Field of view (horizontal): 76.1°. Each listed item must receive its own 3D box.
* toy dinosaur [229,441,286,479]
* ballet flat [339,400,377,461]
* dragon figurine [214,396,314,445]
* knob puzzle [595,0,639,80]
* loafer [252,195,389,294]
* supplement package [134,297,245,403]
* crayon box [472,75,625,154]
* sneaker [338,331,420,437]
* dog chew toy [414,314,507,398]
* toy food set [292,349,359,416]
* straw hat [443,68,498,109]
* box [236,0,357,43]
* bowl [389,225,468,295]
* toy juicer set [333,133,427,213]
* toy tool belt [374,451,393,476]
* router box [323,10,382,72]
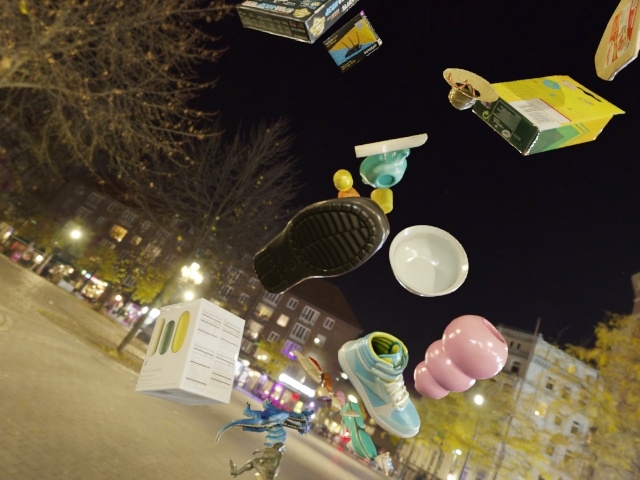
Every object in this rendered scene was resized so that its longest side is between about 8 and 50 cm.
[{"bbox_3d":[-0.131,0.492,0.855,0.268,0.118,0.063,159,-86,-86],"label":"toy dinosaur"},{"bbox_3d":[0.126,0.691,1.452,0.083,0.087,0.247,38,13,-28],"label":"ballet flat"},{"bbox_3d":[-0.138,0.502,1.119,0.144,0.085,0.289,7,-4,37],"label":"dragon figurine"},{"bbox_3d":[0.683,-0.457,0.925,0.030,0.213,0.213,10,-24,10],"label":"knob puzzle"},{"bbox_3d":[0.000,0.000,0.479,0.220,0.078,0.080,-24,-87,48],"label":"loafer"},{"bbox_3d":[-0.391,0.347,1.255,0.200,0.262,0.198,-15,-38,30],"label":"supplement package"},{"bbox_3d":[0.585,-0.331,1.053,0.081,0.319,0.202,101,-33,-48],"label":"crayon box"},{"bbox_3d":[0.200,0.397,1.140,0.319,0.127,0.208,50,-42,9],"label":"sneaker"},{"bbox_3d":[0.447,0.402,1.360,0.207,0.332,0.206,38,21,-17],"label":"dog chew toy"},{"bbox_3d":[0.005,0.220,0.615,0.122,0.019,0.078,45,4,37],"label":"toy food set"},{"bbox_3d":[0.346,-0.351,0.987,0.145,0.144,0.061,29,-44,4],"label":"straw hat"},{"bbox_3d":[-0.049,-0.523,0.897,0.220,0.175,0.051,30,-20,31],"label":"box"},{"bbox_3d":[0.400,0.100,1.575,0.298,0.297,0.134,25,-30,12],"label":"bowl"},{"bbox_3d":[0.145,-0.206,1.171,0.210,0.089,0.328,2,-33,-9],"label":"toy juicer set"},{"bbox_3d":[0.215,0.724,1.325,0.083,0.051,0.052,62,-9,-23],"label":"toy tool belt"},{"bbox_3d":[0.118,-0.734,1.519,0.179,0.046,0.133,-22,-62,38],"label":"router box"}]
